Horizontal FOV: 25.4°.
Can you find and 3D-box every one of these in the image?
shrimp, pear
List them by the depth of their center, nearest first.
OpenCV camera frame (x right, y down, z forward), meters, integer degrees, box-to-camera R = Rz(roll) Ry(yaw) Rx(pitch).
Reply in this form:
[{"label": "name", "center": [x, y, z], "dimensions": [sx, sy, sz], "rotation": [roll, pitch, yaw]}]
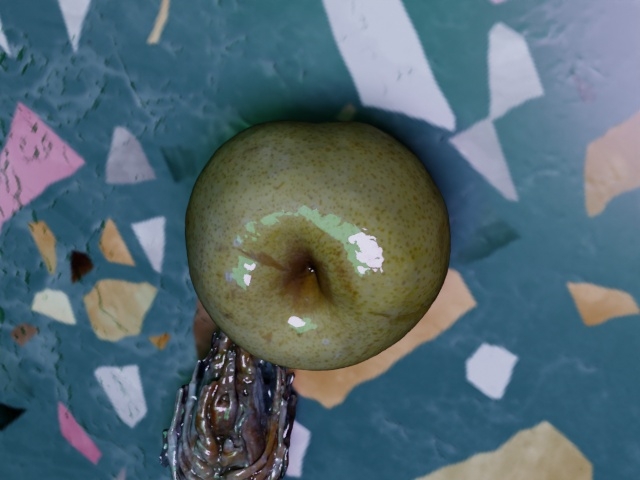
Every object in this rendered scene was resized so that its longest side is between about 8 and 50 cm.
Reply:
[{"label": "pear", "center": [0.000, 0.000, 0.883], "dimensions": [0.167, 0.136, 0.167], "rotation": [5, 111, 12]}, {"label": "shrimp", "center": [-0.064, 0.125, 0.973], "dimensions": [0.090, 0.079, 0.232], "rotation": [5, 103, 10]}]
